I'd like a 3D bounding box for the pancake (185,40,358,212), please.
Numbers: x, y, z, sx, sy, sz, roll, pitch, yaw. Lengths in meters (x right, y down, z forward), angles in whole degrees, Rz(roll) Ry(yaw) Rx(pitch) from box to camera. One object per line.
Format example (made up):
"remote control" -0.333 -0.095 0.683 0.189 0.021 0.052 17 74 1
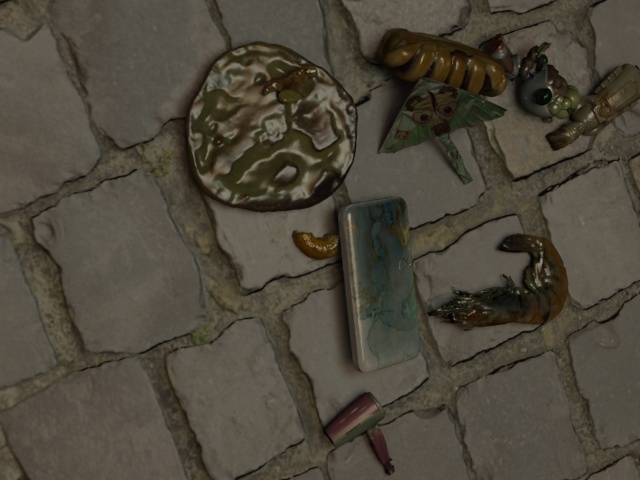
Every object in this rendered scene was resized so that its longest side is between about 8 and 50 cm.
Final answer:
"pancake" -0.077 -0.179 1.432 0.294 0.049 0.294 -1 93 -18

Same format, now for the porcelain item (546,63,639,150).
"porcelain item" 0.510 -0.240 1.634 0.213 0.054 0.084 -37 102 -13

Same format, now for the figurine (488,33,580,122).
"figurine" 0.380 -0.289 1.555 0.197 0.093 0.147 46 34 -28

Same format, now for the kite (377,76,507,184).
"kite" 0.207 -0.181 1.500 0.229 0.012 0.250 -18 130 15

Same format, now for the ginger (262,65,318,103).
"ginger" -0.043 -0.244 1.399 0.097 0.030 0.048 -25 97 -14

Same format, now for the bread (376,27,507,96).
"bread" 0.199 -0.295 1.485 0.225 0.134 0.081 9 116 -18

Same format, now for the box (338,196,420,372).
"box" 0.101 0.073 1.496 0.142 0.044 0.285 -11 98 -35

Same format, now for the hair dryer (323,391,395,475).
"hair dryer" 0.086 0.347 1.519 0.106 0.054 0.154 -39 109 -9

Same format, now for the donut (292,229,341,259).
"donut" 0.000 0.000 1.474 0.083 0.038 0.067 41 83 -19

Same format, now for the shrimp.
"shrimp" 0.323 0.074 1.587 0.296 0.058 0.169 -4 87 -23
